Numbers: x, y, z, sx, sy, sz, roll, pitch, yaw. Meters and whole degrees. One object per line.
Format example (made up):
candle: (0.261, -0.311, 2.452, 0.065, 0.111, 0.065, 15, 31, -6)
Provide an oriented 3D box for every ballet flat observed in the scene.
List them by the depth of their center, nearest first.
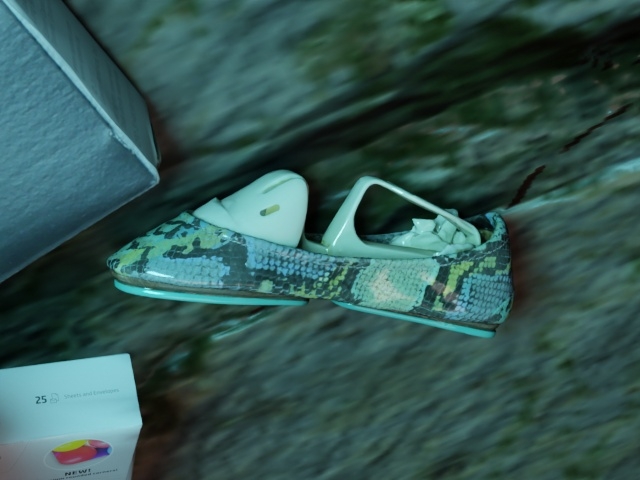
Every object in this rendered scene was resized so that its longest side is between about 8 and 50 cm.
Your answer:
ballet flat: (0.000, 0.000, 0.828, 0.188, 0.070, 0.070, 7, 125, -25)

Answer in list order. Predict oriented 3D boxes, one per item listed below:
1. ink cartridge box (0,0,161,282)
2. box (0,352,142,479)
ink cartridge box: (-0.264, -0.053, 0.690, 0.303, 0.072, 0.307, -31, 133, 10)
box: (-0.157, 0.115, 0.832, 0.145, 0.038, 0.186, -7, 152, -13)
